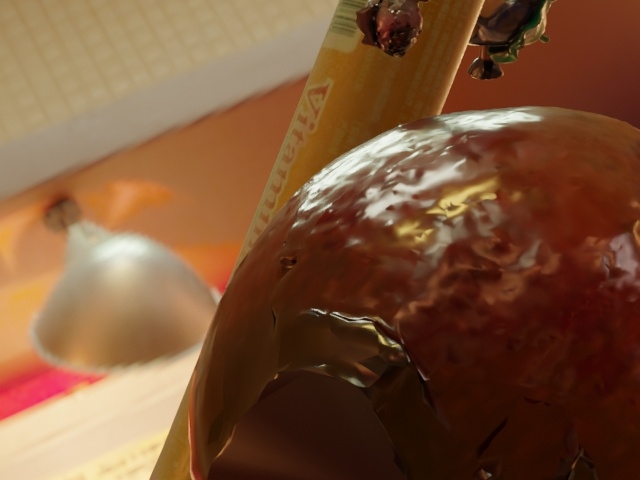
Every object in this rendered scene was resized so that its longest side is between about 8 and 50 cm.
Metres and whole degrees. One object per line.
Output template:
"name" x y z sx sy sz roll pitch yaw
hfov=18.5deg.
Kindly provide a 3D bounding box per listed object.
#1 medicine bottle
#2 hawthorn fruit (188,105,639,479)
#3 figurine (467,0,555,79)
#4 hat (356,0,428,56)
"medicine bottle" 0.000 0.000 1.299 0.108 0.108 0.426 20 -87 -53
"hawthorn fruit" 0.078 0.077 0.932 0.316 0.316 0.316 -22 -32 -14
"figurine" 0.113 -0.216 1.519 0.195 0.102 0.111 38 -114 -36
"hat" 0.069 -0.204 1.025 0.129 0.140 0.227 3 -74 -36
